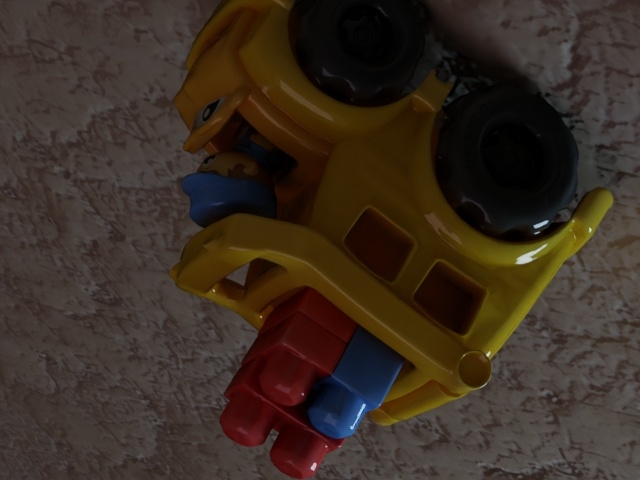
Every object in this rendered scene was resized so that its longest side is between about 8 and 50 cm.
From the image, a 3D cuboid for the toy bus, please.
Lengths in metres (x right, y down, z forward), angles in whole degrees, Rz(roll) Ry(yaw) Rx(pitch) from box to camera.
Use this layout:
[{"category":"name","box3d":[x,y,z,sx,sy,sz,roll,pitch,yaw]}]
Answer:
[{"category":"toy bus","box3d":[0.000,0.000,0.921,0.220,0.211,0.149,38,156,-9]}]
